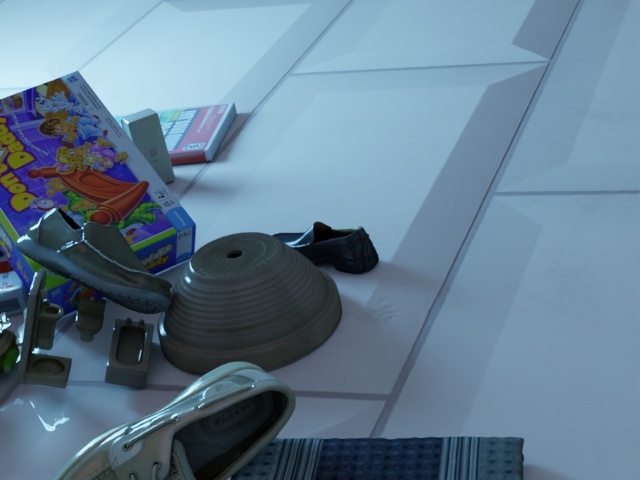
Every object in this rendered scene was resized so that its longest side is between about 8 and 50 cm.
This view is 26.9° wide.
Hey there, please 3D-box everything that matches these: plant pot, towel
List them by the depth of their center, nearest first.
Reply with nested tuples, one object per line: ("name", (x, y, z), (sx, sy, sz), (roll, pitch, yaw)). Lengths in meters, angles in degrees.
("towel", (0.039, 0.294, 1.270), (0.312, 0.056, 0.324), (-2, 26, 12))
("plant pot", (-0.097, 0.063, 1.688), (0.237, 0.109, 0.237), (-9, 26, 5))

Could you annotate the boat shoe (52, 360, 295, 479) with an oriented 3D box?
("boat shoe", (-0.157, 0.230, 1.341), (0.302, 0.109, 0.098), (-34, 17, -18))

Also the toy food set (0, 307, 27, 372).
("toy food set", (-0.450, 0.158, 1.733), (0.192, 0.038, 0.132), (-24, 22, 0))

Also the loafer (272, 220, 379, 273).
("loafer", (0.000, 0.000, 1.819), (0.170, 0.061, 0.062), (4, 32, 30))

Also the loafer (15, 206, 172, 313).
("loafer", (-0.282, 0.018, 1.701), (0.251, 0.094, 0.087), (23, 79, 30))

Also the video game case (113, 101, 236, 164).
("video game case", (-0.303, -0.177, 2.320), (0.285, 0.025, 0.204), (-5, 28, 13))

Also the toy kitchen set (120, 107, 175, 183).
("toy kitchen set", (-0.371, -0.140, 2.169), (0.207, 0.122, 0.166), (-22, 29, -20))

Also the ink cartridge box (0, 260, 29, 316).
("ink cartridge box", (-0.492, 0.062, 1.918), (0.145, 0.045, 0.179), (-14, 30, -6))

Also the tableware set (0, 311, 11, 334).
("tableware set", (-0.473, 0.145, 1.705), (0.169, 0.020, 0.141), (-22, 23, 6))

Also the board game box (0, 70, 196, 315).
("board game box", (-0.367, -0.072, 1.915), (0.233, 0.078, 0.347), (-26, 59, -25))

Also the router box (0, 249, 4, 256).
("router box", (-0.494, -0.043, 2.021), (0.179, 0.133, 0.046), (-21, 29, -18))

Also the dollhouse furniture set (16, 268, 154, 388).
("dollhouse furniture set", (-0.276, 0.095, 1.628), (0.151, 0.123, 0.144), (9, 26, -7))
